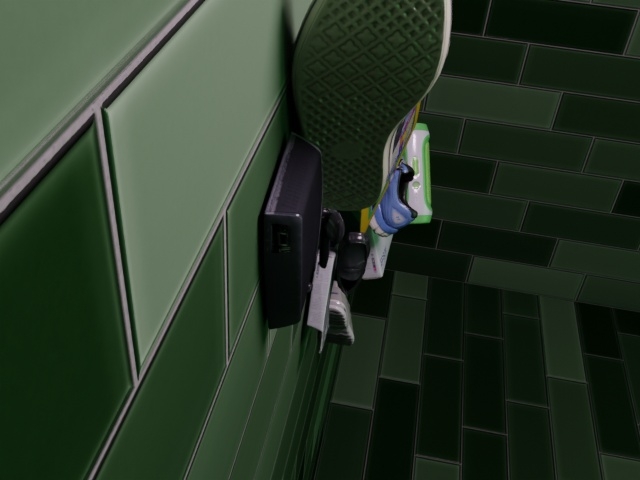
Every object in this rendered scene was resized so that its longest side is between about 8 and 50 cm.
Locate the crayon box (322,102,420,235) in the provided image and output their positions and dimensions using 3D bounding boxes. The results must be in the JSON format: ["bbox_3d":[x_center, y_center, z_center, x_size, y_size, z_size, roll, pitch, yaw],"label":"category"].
[{"bbox_3d":[0.117,-0.221,1.563,0.313,0.106,0.363,85,29,-66],"label":"crayon box"}]

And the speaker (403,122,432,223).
[{"bbox_3d":[0.271,-0.198,2.123,0.131,0.131,0.296,-7,95,-84],"label":"speaker"}]

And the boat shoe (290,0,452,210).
[{"bbox_3d":[0.055,-0.221,0.966,0.500,0.187,0.156,100,-3,-63],"label":"boat shoe"}]

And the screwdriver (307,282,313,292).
[{"bbox_3d":[-0.023,0.092,1.476,0.025,0.024,0.170,-52,179,6],"label":"screwdriver"}]

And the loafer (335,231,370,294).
[{"bbox_3d":[0.075,0.054,1.628,0.223,0.076,0.078,98,-7,-60],"label":"loafer"}]

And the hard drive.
[{"bbox_3d":[-0.037,-0.004,0.984,0.254,0.054,0.172,93,8,-50],"label":"hard drive"}]

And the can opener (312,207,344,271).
[{"bbox_3d":[0.000,0.000,1.404,0.186,0.059,0.073,107,-29,-48],"label":"can opener"}]

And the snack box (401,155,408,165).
[{"bbox_3d":[0.164,-0.259,1.969,0.207,0.070,0.174,57,18,-11],"label":"snack box"}]

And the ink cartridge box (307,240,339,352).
[{"bbox_3d":[0.004,0.125,1.650,0.223,0.045,0.224,-57,154,-81],"label":"ink cartridge box"}]

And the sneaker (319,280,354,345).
[{"bbox_3d":[0.056,0.221,2.059,0.281,0.105,0.115,90,11,-58],"label":"sneaker"}]

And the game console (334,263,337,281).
[{"bbox_3d":[0.072,0.072,2.179,0.071,0.107,0.122,-50,-166,35],"label":"game console"}]

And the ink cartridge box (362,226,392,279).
[{"bbox_3d":[0.140,-0.109,1.993,0.324,0.071,0.330,-65,146,-61],"label":"ink cartridge box"}]

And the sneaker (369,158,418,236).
[{"bbox_3d":[0.164,-0.182,1.795,0.130,0.147,0.330,-3,73,-66],"label":"sneaker"}]
